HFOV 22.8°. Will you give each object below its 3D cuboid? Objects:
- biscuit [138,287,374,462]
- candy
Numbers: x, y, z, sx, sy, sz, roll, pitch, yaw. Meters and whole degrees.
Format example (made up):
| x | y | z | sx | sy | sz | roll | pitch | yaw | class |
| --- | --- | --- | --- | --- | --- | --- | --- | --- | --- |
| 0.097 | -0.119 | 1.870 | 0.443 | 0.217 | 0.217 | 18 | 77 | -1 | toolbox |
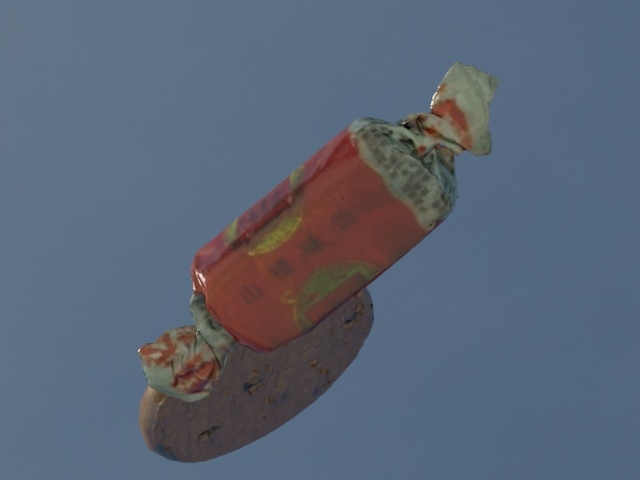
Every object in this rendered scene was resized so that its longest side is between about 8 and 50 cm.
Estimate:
| x | y | z | sx | sy | sz | roll | pitch | yaw | class |
| --- | --- | --- | --- | --- | --- | --- | --- | --- | --- |
| -0.047 | 0.094 | 1.202 | 0.212 | 0.212 | 0.036 | -31 | -116 | -13 | biscuit |
| -0.001 | -0.001 | 0.968 | 0.292 | 0.059 | 0.086 | -39 | -66 | 14 | candy |
